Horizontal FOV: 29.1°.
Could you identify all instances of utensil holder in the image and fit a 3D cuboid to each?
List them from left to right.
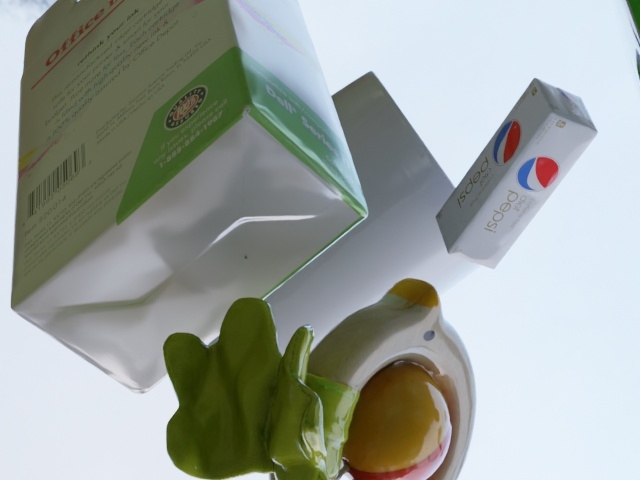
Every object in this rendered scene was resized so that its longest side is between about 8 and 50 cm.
[{"bbox_3d":[0.000,0.000,1.681,0.385,0.327,0.328,-35,-133,6],"label":"utensil holder"}]

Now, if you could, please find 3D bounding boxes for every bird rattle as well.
[{"bbox_3d":[0.028,0.139,0.743,0.207,0.253,0.143,-39,-152,-28],"label":"bird rattle"}]

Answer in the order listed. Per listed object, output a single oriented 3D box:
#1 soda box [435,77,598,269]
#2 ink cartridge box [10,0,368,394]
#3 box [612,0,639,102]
[{"bbox_3d":[0.220,-0.073,1.402,0.216,0.069,0.074,-58,-153,31],"label":"soda box"},{"bbox_3d":[-0.107,-0.093,0.874,0.207,0.119,0.353,-38,-144,18],"label":"ink cartridge box"},{"bbox_3d":[0.249,-0.111,0.739,0.126,0.231,0.262,-18,-126,14],"label":"box"}]
